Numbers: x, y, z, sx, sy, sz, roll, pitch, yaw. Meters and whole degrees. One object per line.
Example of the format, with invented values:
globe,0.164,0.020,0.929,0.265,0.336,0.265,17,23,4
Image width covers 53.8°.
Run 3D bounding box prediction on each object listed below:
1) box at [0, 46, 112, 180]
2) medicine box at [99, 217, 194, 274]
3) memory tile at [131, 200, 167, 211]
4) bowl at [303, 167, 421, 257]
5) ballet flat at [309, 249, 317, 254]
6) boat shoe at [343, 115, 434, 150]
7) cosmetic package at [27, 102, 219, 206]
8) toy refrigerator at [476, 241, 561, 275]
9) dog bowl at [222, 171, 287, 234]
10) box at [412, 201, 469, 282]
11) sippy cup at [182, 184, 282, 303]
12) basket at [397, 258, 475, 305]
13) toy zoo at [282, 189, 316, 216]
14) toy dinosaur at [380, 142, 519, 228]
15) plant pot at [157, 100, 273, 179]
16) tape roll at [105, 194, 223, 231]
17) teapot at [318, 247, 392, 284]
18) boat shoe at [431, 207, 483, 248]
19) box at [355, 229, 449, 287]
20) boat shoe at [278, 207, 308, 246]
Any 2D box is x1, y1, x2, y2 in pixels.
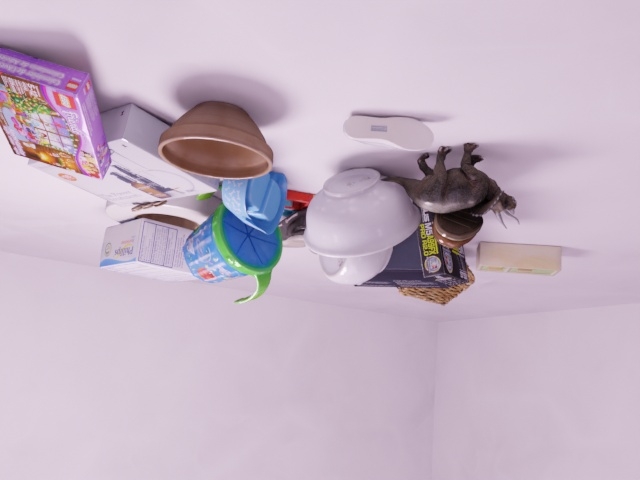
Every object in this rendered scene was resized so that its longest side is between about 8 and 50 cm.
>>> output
box,-0.534,-0.241,1.237,0.201,0.057,0.293,16,153,-1
medicine box,-0.538,0.041,2.103,0.289,0.149,0.263,17,162,-41
memory tile,-0.434,-0.116,1.700,0.113,0.012,0.148,-12,-159,23
bowl,0.088,-0.089,1.548,0.298,0.298,0.134,-1,121,25
ballet flat,0.000,0.000,2.080,0.068,0.072,0.213,-34,-179,14
boat shoe,0.138,-0.216,1.295,0.184,0.066,0.063,2,180,2
cosmetic package,-0.468,-0.189,1.517,0.377,0.097,0.284,-6,156,37
toy refrigerator,0.681,0.068,2.179,0.270,0.094,0.102,4,167,6
dog bowl,-0.165,-0.121,1.601,0.074,0.166,0.297,14,169,15
box,0.335,0.006,1.736,0.060,0.216,0.270,-13,165,24
sippy cup,-0.266,0.015,1.805,0.224,0.305,0.240,-24,139,38
basket,0.406,0.080,2.334,0.299,0.223,0.213,17,129,-41
toy zoo,-0.062,-0.102,1.891,0.293,0.030,0.192,9,166,-16
toy dinosaur,0.287,-0.123,1.408,0.314,0.160,0.121,2,166,9
plant pot,-0.212,-0.216,1.316,0.237,0.109,0.237,5,167,1
tape roll,-0.482,-0.090,2.012,0.392,0.072,0.392,5,166,1
teapot,0.123,0.010,1.781,0.187,0.252,0.256,8,-179,-23
boat shoe,0.324,-0.035,1.518,0.111,0.104,0.307,24,-152,10
box,0.231,0.040,2.053,0.343,0.178,0.312,0,166,21
boat shoe,-0.081,-0.033,1.968,0.112,0.095,0.335,7,173,-21
